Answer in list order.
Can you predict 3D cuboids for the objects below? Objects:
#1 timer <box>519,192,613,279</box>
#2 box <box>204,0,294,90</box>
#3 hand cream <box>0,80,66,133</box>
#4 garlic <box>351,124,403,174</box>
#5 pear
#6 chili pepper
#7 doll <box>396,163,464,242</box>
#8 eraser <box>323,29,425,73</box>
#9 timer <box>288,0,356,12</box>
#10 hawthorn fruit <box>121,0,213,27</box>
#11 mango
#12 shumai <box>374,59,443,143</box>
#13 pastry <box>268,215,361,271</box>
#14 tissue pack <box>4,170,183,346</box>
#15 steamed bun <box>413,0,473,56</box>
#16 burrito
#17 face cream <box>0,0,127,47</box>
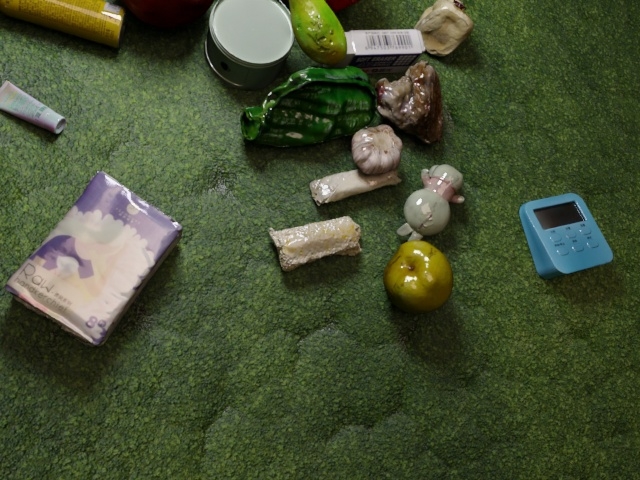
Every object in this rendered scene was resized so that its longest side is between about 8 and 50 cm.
[{"bbox_3d":[0.750,-0.022,1.821,0.232,0.091,0.250,-13,78,-20],"label":"timer"},{"bbox_3d":[-0.192,-0.540,1.596,0.226,0.149,0.226,4,76,-16],"label":"box"},{"bbox_3d":[-0.707,-0.320,1.438,0.174,0.047,0.076,27,71,-1],"label":"hand cream"},{"bbox_3d":[0.153,-0.247,1.639,0.147,0.102,0.159,34,58,2],"label":"garlic"},{"bbox_3d":[0.262,0.104,1.582,0.200,0.200,0.200,4,77,-17],"label":"pear"},{"bbox_3d":[-0.031,-0.370,1.599,0.385,0.213,0.167,-16,40,-26],"label":"chili pepper"},{"bbox_3d":[0.319,-0.114,1.684,0.155,0.113,0.275,38,68,-10],"label":"doll"},{"bbox_3d":[0.151,-0.547,1.722,0.279,0.124,0.081,-8,80,-20],"label":"eraser"},{"bbox_3d":[-0.006,-0.809,1.595,0.279,0.378,0.378,-27,87,-18],"label":"timer"},{"bbox_3d":[-0.385,-0.669,1.473,0.265,0.307,0.265,-2,103,-8],"label":"hawthorn fruit"},{"bbox_3d":[-0.015,-0.557,1.538,0.233,0.111,0.125,52,40,-34],"label":"mango"},{"bbox_3d":[0.253,-0.402,1.734,0.185,0.218,0.184,4,57,26],"label":"shumai"},{"bbox_3d":[-0.001,0.006,1.571,0.258,0.089,0.121,-9,93,-17],"label":"pastry"},{"bbox_3d":[-0.513,0.046,1.369,0.242,0.125,0.343,35,70,-8],"label":"tissue pack"},{"bbox_3d":[0.383,-0.674,1.822,0.141,0.172,0.155,34,51,-19],"label":"steamed bun"},{"bbox_3d":[0.105,-0.159,1.655,0.275,0.059,0.082,-13,68,-21],"label":"burrito"},{"bbox_3d":[-0.669,-0.580,1.472,0.349,0.105,0.105,13,74,-16],"label":"face cream"}]
